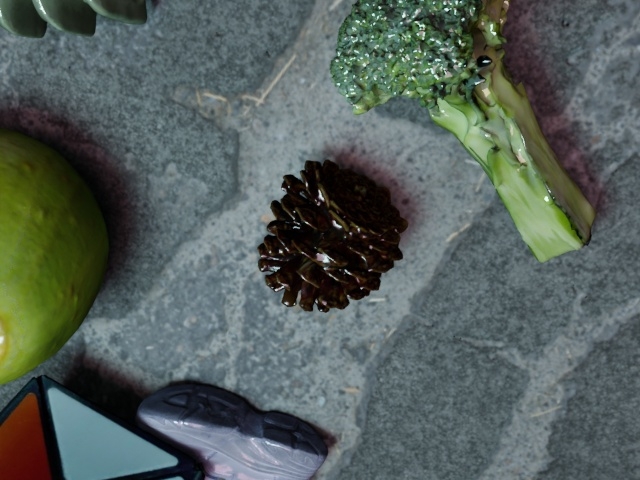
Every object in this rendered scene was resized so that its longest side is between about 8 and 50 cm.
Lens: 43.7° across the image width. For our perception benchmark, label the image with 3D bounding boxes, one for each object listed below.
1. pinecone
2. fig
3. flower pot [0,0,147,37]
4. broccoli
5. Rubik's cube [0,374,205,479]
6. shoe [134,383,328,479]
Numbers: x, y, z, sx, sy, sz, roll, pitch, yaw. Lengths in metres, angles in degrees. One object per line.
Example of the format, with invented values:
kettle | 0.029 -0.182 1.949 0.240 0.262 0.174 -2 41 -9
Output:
pinecone | 0.003 0.007 0.902 0.163 0.163 0.165 34 118 -2
fig | -0.366 0.029 0.872 0.258 0.326 0.258 -6 123 -9
flower pot | -0.221 -0.366 0.825 0.368 0.164 0.254 -33 93 14
broccoli | 0.178 -0.146 0.843 0.221 0.252 0.361 -32 133 18
Rubik's cube | -0.319 0.353 0.952 0.248 0.250 0.246 31 133 2
shoe | -0.124 0.277 1.022 0.245 0.095 0.137 19 104 -4
